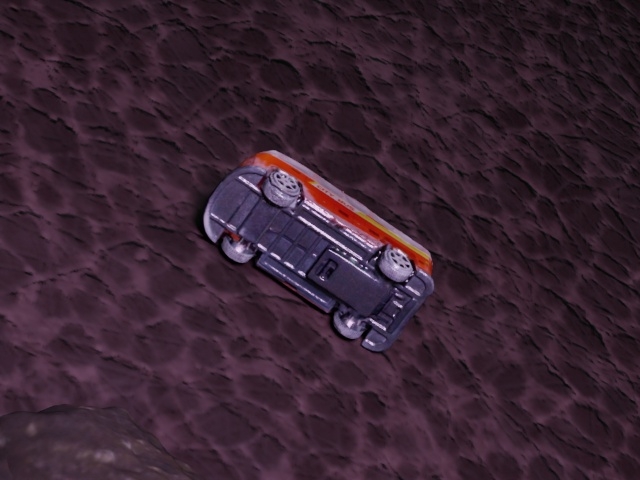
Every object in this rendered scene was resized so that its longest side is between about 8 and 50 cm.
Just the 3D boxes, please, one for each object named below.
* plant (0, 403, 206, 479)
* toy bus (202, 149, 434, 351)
[{"bbox_3d":[-0.085,0.235,0.922,0.182,0.194,0.320,7,27,-41],"label":"plant"},{"bbox_3d":[0.000,0.000,1.370,0.174,0.079,0.077,34,28,-5],"label":"toy bus"}]
